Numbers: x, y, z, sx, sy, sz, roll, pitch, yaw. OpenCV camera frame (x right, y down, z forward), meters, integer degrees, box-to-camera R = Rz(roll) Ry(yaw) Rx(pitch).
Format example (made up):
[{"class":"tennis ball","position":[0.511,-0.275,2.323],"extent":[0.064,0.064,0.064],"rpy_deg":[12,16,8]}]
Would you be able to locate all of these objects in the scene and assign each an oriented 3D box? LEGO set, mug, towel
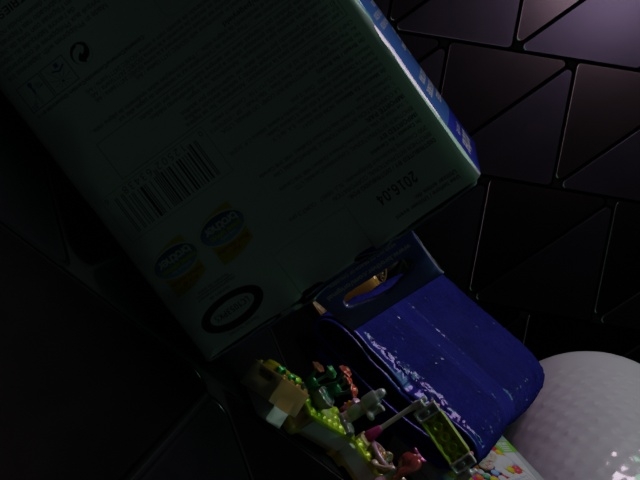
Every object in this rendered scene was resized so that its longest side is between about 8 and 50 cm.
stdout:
[{"class":"LEGO set","position":[0.052,0.174,1.023],"extent":[0.287,0.107,0.132],"rpy_deg":[52,10,-20]},{"class":"mug","position":[0.296,0.312,1.423],"extent":[0.374,0.276,0.328],"rpy_deg":[25,23,-1]},{"class":"towel","position":[0.129,0.143,1.324],"extent":[0.227,0.076,0.308],"rpy_deg":[43,24,13]}]

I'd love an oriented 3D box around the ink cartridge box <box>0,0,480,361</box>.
[{"class":"ink cartridge box","position":[-0.055,-0.094,0.919],"extent":[0.395,0.270,0.151],"rpy_deg":[54,14,-7]}]

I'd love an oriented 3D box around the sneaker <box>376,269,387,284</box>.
[{"class":"sneaker","position":[0.000,0.000,1.561],"extent":[0.192,0.064,0.086],"rpy_deg":[41,-13,-14]}]

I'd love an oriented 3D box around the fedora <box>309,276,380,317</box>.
[{"class":"fedora","position":[0.023,0.045,1.430],"extent":[0.194,0.079,0.194],"rpy_deg":[52,9,-12]}]

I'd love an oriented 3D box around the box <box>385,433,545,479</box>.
[{"class":"box","position":[0.179,0.267,1.237],"extent":[0.145,0.038,0.186],"rpy_deg":[4,28,-37]}]

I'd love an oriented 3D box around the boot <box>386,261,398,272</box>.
[{"class":"boot","position":[0.004,-0.087,1.896],"extent":[0.280,0.096,0.264],"rpy_deg":[44,20,-20]}]
